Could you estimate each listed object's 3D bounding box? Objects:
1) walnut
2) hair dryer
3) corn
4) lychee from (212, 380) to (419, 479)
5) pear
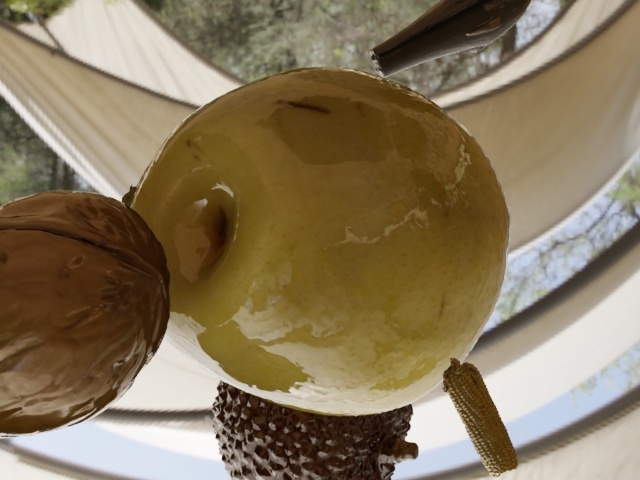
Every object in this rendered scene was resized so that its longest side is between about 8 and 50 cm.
[{"bbox_3d":[-0.198,0.052,0.603,0.207,0.167,0.167,-19,-164,18],"label":"walnut"},{"bbox_3d":[0.187,-0.449,1.391,0.303,0.359,0.120,-25,-143,-13],"label":"hair dryer"},{"bbox_3d":[0.104,0.116,0.584,0.028,0.083,0.027,-26,164,8],"label":"corn"},{"bbox_3d":[-0.010,0.253,1.178,0.304,0.276,0.276,7,-153,33],"label":"lychee"},{"bbox_3d":[0.000,0.000,0.747,0.309,0.309,0.309,-12,-161,4],"label":"pear"}]
